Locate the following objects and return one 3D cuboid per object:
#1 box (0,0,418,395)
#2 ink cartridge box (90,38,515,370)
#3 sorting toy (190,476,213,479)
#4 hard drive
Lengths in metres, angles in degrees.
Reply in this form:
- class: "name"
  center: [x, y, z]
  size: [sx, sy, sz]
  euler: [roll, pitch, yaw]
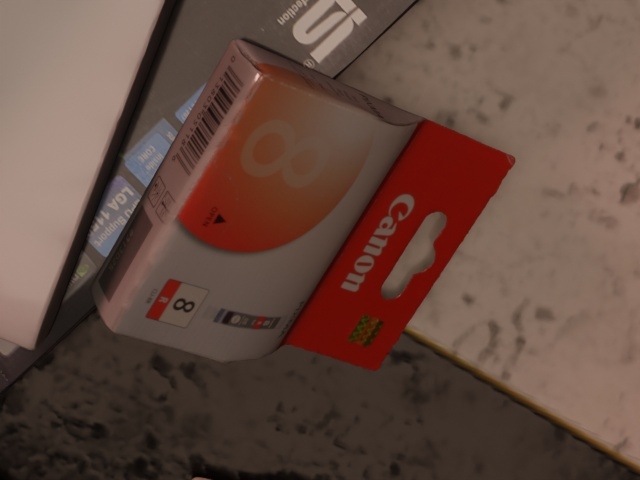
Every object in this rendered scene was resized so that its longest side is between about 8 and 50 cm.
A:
- class: "box"
  center: [-0.153, -0.144, 0.784]
  size: [0.395, 0.097, 0.318]
  euler: [-42, 96, 6]
- class: "ink cartridge box"
  center: [0.000, 0.000, 0.764]
  size: [0.179, 0.045, 0.145]
  euler: [20, 112, -32]
- class: "sorting toy"
  center: [-0.048, 0.165, 0.841]
  size: [0.075, 0.045, 0.083]
  euler: [31, 95, 5]
- class: "hard drive"
  center: [-0.235, -0.101, 0.724]
  size: [0.307, 0.040, 0.203]
  euler: [22, 98, 0]
